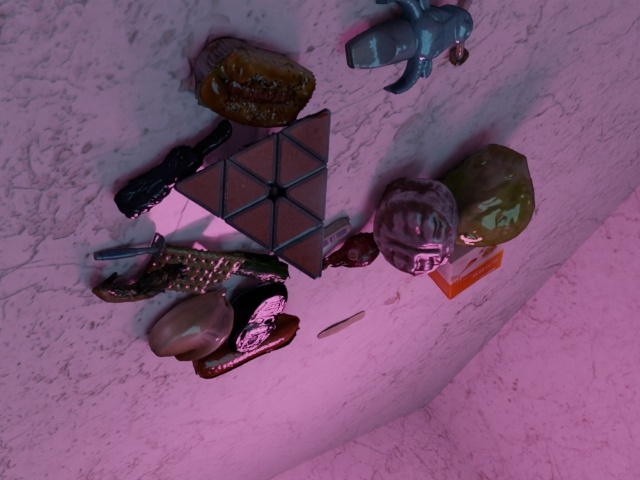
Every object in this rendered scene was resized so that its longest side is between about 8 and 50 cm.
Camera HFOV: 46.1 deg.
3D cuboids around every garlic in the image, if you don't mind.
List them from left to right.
[{"bbox_3d":[-0.300,0.219,1.813,0.217,0.110,0.228,6,132,-51],"label":"garlic"}]

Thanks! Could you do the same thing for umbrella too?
[{"bbox_3d":[-0.252,-0.123,1.325,0.248,0.071,0.071,-34,155,-2],"label":"umbrella"}]

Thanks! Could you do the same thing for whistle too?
[{"bbox_3d":[0.168,-0.379,1.391,0.273,0.093,0.186,-23,126,-20],"label":"whistle"}]

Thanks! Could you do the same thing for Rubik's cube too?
[{"bbox_3d":[-0.095,-0.091,1.390,0.233,0.228,0.228,73,30,-44],"label":"Rubik's cube"}]

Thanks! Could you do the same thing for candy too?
[{"bbox_3d":[0.246,-0.040,1.929,0.290,0.214,0.157,86,17,-49],"label":"candy"}]

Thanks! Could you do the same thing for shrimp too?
[{"bbox_3d":[-0.365,0.085,1.502,0.217,0.051,0.150,-26,158,33],"label":"shrimp"}]

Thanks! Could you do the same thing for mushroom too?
[{"bbox_3d":[0.304,-0.465,1.477,0.068,0.043,0.306,-42,160,-33],"label":"mushroom"}]

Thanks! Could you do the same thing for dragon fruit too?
[{"bbox_3d":[0.077,0.043,2.002,0.190,0.094,0.094,-27,155,3],"label":"dragon fruit"}]

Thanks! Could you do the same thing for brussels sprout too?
[{"bbox_3d":[0.446,-0.114,2.046,0.273,0.243,0.316,31,114,-36],"label":"brussels sprout"}]

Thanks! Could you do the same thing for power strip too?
[{"bbox_3d":[0.000,0.000,1.899,0.191,0.030,0.048,-32,154,-9],"label":"power strip"}]

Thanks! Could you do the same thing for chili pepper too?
[{"bbox_3d":[-0.169,0.061,1.734,0.226,0.088,0.059,8,116,-53],"label":"chili pepper"}]

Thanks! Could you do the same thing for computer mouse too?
[{"bbox_3d":[-0.172,0.185,1.926,0.137,0.096,0.233,-9,136,-51],"label":"computer mouse"}]

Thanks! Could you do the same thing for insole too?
[{"bbox_3d":[0.071,0.284,2.503,0.191,0.010,0.063,-24,152,-24],"label":"insole"}]

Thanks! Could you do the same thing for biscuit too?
[{"bbox_3d":[-0.279,0.067,1.613,0.203,0.016,0.144,11,131,-35],"label":"biscuit"}]

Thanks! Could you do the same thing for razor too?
[{"bbox_3d":[-0.375,0.023,1.466,0.135,0.040,0.068,-7,142,-36],"label":"razor"}]

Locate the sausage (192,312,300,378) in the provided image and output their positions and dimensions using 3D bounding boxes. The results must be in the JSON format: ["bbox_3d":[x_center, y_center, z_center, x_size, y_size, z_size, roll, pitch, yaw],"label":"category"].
[{"bbox_3d":[-0.200,0.277,2.047,0.330,0.102,0.102,-20,150,-31],"label":"sausage"}]

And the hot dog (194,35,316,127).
[{"bbox_3d":[-0.108,-0.257,1.265,0.144,0.075,0.268,-51,154,23],"label":"hot dog"}]

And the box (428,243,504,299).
[{"bbox_3d":[0.461,0.032,2.412,0.224,0.143,0.341,-33,156,-6],"label":"box"}]
